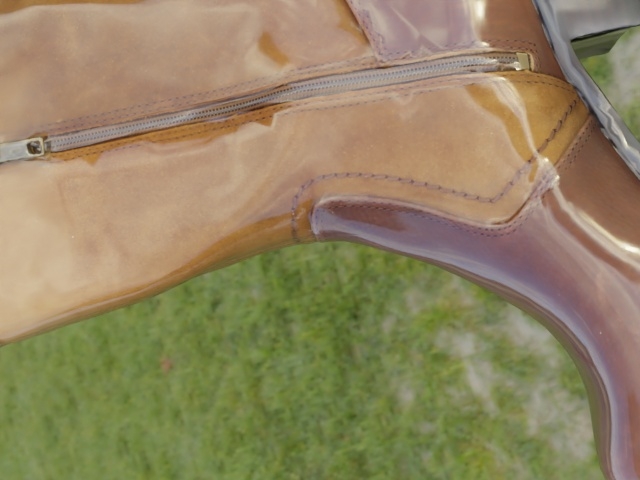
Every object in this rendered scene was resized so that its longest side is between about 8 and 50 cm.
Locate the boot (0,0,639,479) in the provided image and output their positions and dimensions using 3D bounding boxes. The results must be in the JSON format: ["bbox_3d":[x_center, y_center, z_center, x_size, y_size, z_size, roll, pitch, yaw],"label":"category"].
[{"bbox_3d":[0.000,0.000,0.468,0.096,0.280,0.264,70,-173,-89],"label":"boot"}]
